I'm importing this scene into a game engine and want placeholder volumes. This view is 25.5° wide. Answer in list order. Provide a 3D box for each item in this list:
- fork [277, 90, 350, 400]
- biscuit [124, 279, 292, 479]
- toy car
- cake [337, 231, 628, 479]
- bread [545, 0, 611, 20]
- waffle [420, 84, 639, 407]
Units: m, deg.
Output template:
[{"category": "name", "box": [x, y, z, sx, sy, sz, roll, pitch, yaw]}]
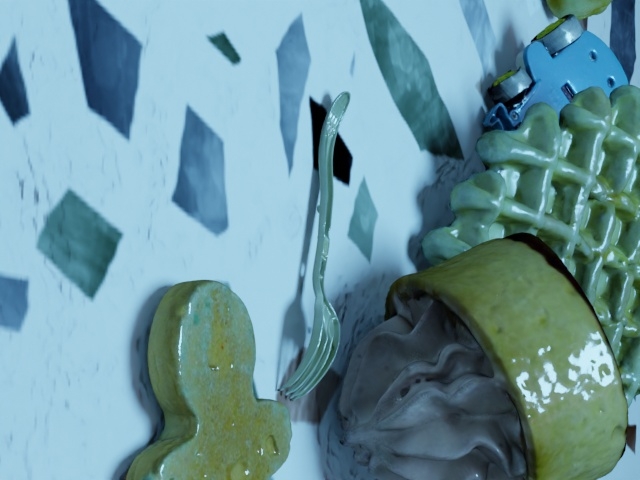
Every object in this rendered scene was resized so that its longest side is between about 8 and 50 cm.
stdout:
[{"category": "fork", "box": [0.006, 0.000, 0.941, 0.034, 0.028, 0.219, 40, 53, -51]}, {"category": "biscuit", "box": [-0.060, 0.138, 0.795, 0.153, 0.030, 0.234, -22, 107, -63]}, {"category": "toy car", "box": [0.206, -0.117, 1.310, 0.161, 0.098, 0.126, -42, 100, -24]}, {"category": "cake", "box": [0.094, 0.108, 0.982, 0.208, 0.178, 0.185, -178, -113, -79]}, {"category": "bread", "box": [0.216, -0.369, 1.349, 0.077, 0.084, 0.367, 53, -12, 53]}, {"category": "waffle", "box": [0.209, 0.034, 1.189, 0.292, 0.056, 0.309, -31, 118, -30]}]
